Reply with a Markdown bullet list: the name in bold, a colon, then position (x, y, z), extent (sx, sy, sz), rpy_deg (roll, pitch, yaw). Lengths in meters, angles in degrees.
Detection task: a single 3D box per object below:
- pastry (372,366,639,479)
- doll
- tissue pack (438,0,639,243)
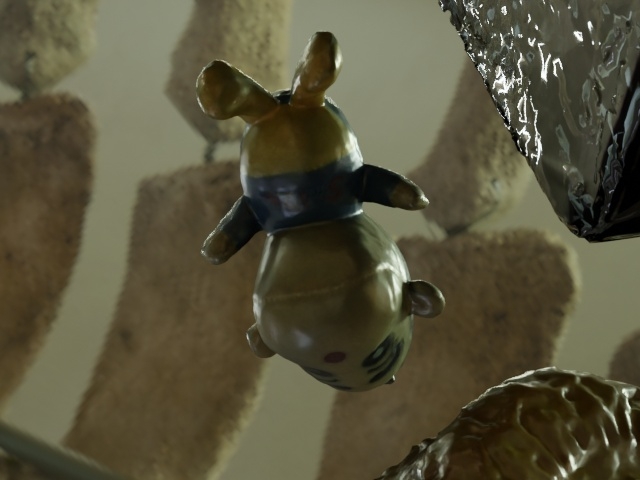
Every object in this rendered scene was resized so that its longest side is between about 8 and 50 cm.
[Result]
- **pastry**: position (0.092, 0.145, 0.567), extent (0.103, 0.189, 0.189), rpy_deg (-43, -145, 42)
- **doll**: position (0.000, 0.000, 0.698), extent (0.102, 0.179, 0.089), rpy_deg (-14, -143, 14)
- **tissue pack**: position (0.254, -0.141, 0.636), extent (0.370, 0.210, 0.198), rpy_deg (-8, -133, -17)
